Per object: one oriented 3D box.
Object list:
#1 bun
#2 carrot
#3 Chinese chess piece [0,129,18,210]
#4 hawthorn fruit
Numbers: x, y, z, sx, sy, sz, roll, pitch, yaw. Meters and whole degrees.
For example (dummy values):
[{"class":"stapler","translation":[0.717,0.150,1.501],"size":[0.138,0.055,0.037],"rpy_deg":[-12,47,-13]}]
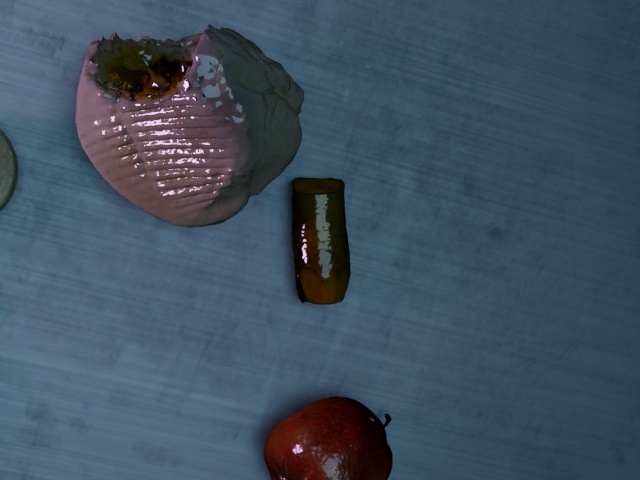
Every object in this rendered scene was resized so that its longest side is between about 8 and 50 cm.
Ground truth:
[{"class":"bun","translation":[-0.154,-0.158,1.685],"size":[0.281,0.281,0.205],"rpy_deg":[51,39,-10]},{"class":"carrot","translation":[0.000,0.000,1.793],"size":[0.082,0.082,0.173],"rpy_deg":[-6,96,-14]},{"class":"Chinese chess piece","translation":[-0.456,-0.090,1.679],"size":[0.144,0.058,0.144],"rpy_deg":[0,89,-24]},{"class":"hawthorn fruit","translation":[0.027,0.282,1.778],"size":[0.194,0.157,0.157],"rpy_deg":[-28,98,-30]}]
